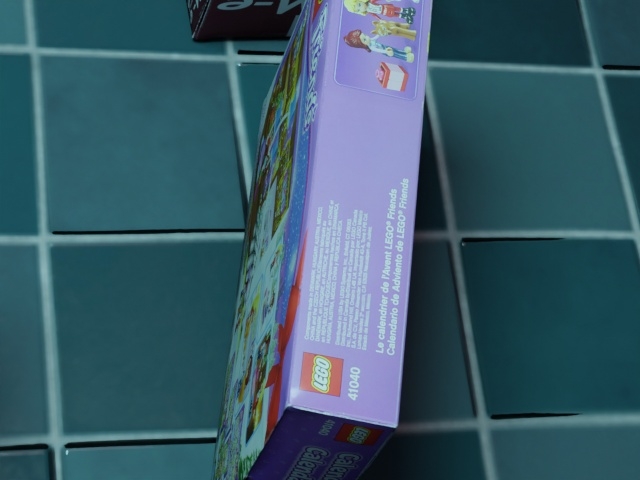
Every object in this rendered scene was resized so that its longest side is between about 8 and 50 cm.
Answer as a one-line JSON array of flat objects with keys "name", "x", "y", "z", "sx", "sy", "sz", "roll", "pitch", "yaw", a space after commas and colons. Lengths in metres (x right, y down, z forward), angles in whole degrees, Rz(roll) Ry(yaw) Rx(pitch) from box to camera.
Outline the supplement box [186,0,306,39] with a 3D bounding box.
[{"name": "supplement box", "x": -0.033, "y": -0.247, "z": 1.171, "sx": 0.130, "sy": 0.073, "sz": 0.239, "roll": -4, "pitch": 65, "yaw": -18}]

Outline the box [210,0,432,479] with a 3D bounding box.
[{"name": "box", "x": 0.000, "y": 0.000, "z": 0.972, "sx": 0.057, "sy": 0.201, "sz": 0.293, "roll": 12, "pitch": 60, "yaw": -9}]
